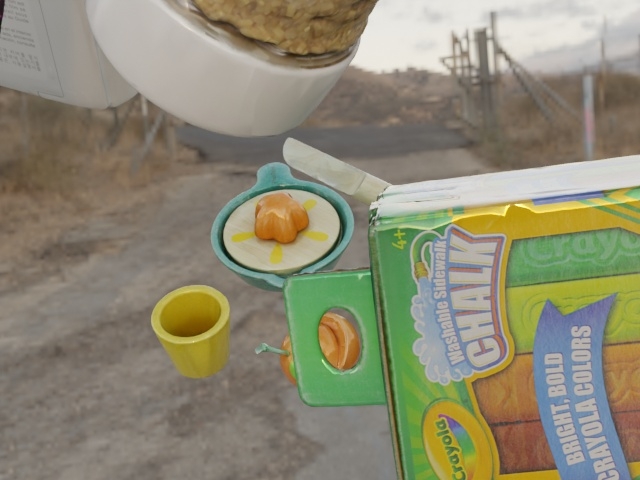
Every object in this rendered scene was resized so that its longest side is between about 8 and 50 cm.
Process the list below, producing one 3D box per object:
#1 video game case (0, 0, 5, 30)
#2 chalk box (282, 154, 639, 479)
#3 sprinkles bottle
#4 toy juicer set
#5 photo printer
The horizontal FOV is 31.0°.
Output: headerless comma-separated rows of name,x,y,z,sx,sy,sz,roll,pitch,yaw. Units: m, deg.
video game case,-0.330,-0.115,0.781,0.232,0.210,0.042,-14,41,-45
chalk box,0.089,0.038,0.543,0.213,0.132,0.132,-8,8,6
sprinkles bottle,0.029,-0.195,0.430,0.121,0.121,0.355,-11,-30,-43
toy juicer set,0.000,0.000,1.073,0.209,0.089,0.329,10,46,19
photo printer,-0.288,-0.277,1.016,0.256,0.307,0.107,16,51,17
